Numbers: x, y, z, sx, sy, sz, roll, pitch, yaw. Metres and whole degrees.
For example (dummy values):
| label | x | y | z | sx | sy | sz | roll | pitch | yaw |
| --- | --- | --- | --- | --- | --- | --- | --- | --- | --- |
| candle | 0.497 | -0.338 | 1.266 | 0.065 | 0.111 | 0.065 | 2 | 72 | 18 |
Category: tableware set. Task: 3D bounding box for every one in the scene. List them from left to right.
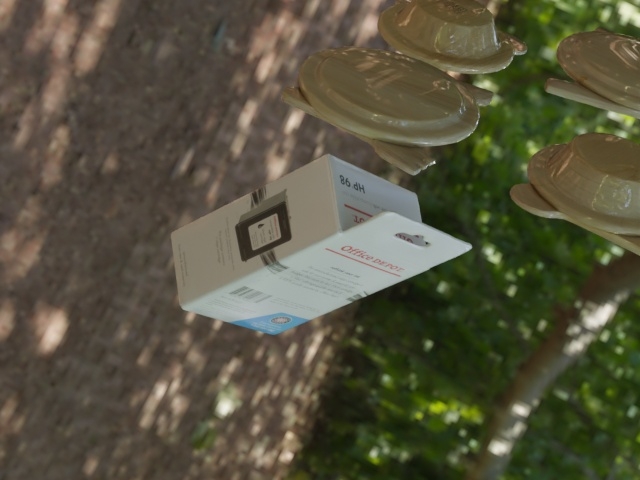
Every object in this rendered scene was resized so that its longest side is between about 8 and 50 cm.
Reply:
| label | x | y | z | sx | sy | sz | roll | pitch | yaw |
| --- | --- | --- | --- | --- | --- | --- | --- | --- | --- |
| tableware set | 0.072 | -0.053 | 0.547 | 0.169 | 0.141 | 0.020 | -54 | 162 | -56 |

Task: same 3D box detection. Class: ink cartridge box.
| label | x | y | z | sx | sy | sz | roll | pitch | yaw |
| --- | --- | --- | --- | --- | --- | --- | --- | --- | --- |
| ink cartridge box | 0.000 | 0.000 | 1.013 | 0.104 | 0.180 | 0.060 | 21 | 52 | -49 |
